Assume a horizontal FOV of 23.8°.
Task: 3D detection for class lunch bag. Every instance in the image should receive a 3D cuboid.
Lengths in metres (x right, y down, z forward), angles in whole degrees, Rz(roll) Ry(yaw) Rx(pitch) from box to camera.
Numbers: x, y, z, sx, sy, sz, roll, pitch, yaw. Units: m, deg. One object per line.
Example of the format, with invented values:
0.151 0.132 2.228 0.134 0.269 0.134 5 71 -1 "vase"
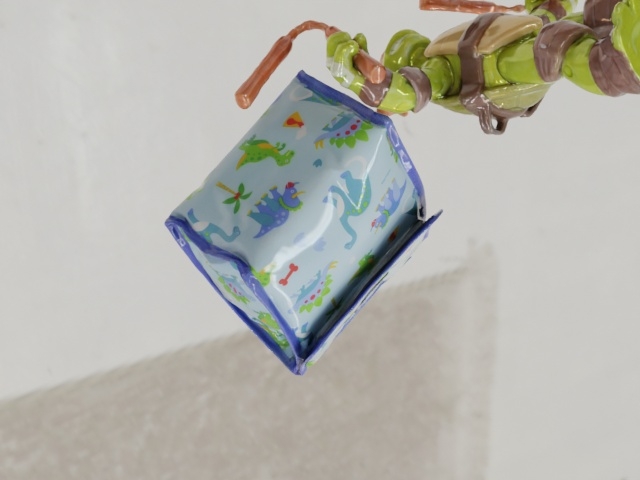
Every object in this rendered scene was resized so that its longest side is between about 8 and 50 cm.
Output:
0.000 0.000 0.904 0.129 0.096 0.151 -47 145 -12 "lunch bag"

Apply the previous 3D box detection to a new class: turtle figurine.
0.100 -0.102 0.856 0.269 0.217 0.087 -21 102 -45 "turtle figurine"
